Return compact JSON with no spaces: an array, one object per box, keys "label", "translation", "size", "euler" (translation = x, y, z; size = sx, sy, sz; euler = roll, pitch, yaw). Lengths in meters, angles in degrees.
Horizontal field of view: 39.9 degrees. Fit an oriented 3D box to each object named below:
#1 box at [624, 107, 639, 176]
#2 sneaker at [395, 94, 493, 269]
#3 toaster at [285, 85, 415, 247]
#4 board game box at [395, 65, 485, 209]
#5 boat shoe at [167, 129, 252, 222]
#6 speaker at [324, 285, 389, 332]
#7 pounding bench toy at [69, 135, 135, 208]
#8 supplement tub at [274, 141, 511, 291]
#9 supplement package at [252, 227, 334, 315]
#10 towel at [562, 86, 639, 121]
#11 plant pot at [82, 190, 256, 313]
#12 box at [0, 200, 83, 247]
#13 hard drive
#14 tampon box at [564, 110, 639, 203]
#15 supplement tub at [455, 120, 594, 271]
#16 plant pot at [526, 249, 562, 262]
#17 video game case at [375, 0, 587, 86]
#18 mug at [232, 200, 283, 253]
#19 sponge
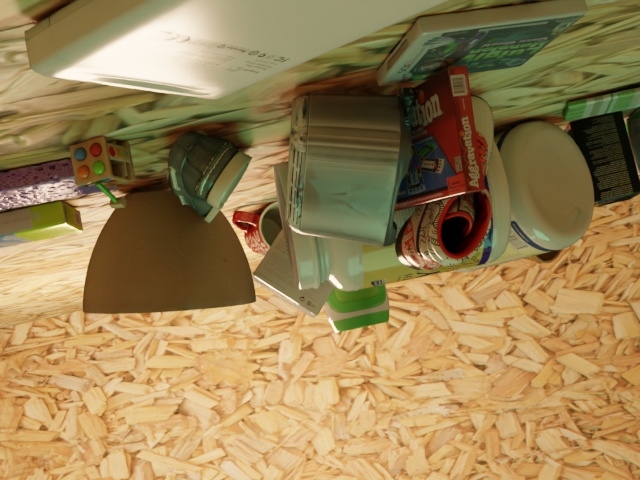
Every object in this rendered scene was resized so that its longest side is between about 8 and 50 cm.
[{"label":"box","translation":[0.712,-0.213,1.618],"size":[0.231,0.126,0.262],"euler":[-12,174,6]},{"label":"sneaker","translation":[0.199,-0.084,1.199],"size":[0.090,0.270,0.145],"euler":[27,170,-15]},{"label":"toaster","translation":[0.032,-0.096,1.105],"size":[0.146,0.129,0.227],"euler":[4,135,-3]},{"label":"board game box","translation":[0.127,-0.119,1.126],"size":[0.027,0.145,0.281],"euler":[-7,179,-16]},{"label":"boat shoe","translation":[-0.166,-0.099,1.268],"size":[0.099,0.116,0.319],"euler":[32,175,-6]},{"label":"speaker","translation":[0.050,0.025,1.725],"size":[0.131,0.296,0.131],"euler":[-12,174,-1]},{"label":"pounding bench toy","translation":[-0.273,-0.082,1.110],"size":[0.052,0.083,0.065],"euler":[-14,175,19]},{"label":"supplement tub","translation":[0.108,-0.052,1.392],"size":[0.331,0.241,0.241],"euler":[-11,174,-5]},{"label":"supplement package","translation":[0.000,0.000,1.571],"size":[0.134,0.244,0.139],"euler":[33,172,1]},{"label":"towel","translation":[0.489,-0.237,1.488],"size":[0.152,0.023,0.113],"euler":[-11,172,10]},{"label":"plant pot","translation":[-0.254,0.015,1.463],"size":[0.284,0.190,0.284],"euler":[-3,180,0]},{"label":"box","translation":[-0.494,-0.021,1.450],"size":[0.178,0.042,0.109],"euler":[-12,173,-1]},{"label":"hard drive","translation":[-0.030,-0.196,0.699],"size":[0.353,0.047,0.233],"euler":[-15,173,35]},{"label":"tampon box","translation":[0.539,-0.151,1.697],"size":[0.101,0.161,0.120],"euler":[-13,174,7]},{"label":"supplement tub","translation":[0.315,-0.070,1.653],"size":[0.235,0.235,0.325],"euler":[-7,173,-40]},{"label":"plant pot","translation":[0.430,-0.070,2.103],"size":[0.254,0.237,0.237],"euler":[3,-175,42]},{"label":"video game case","translation":[0.174,-0.220,0.992],"size":[0.190,0.022,0.173],"euler":[-11,174,-13]},{"label":"mug","translation":[-0.115,-0.033,1.935],"size":[0.113,0.150,0.169],"euler":[-48,-170,-17]},{"label":"sponge","translation":[-0.390,-0.075,1.203],"size":[0.210,0.031,0.117],"euler":[-11,174,-5]}]
